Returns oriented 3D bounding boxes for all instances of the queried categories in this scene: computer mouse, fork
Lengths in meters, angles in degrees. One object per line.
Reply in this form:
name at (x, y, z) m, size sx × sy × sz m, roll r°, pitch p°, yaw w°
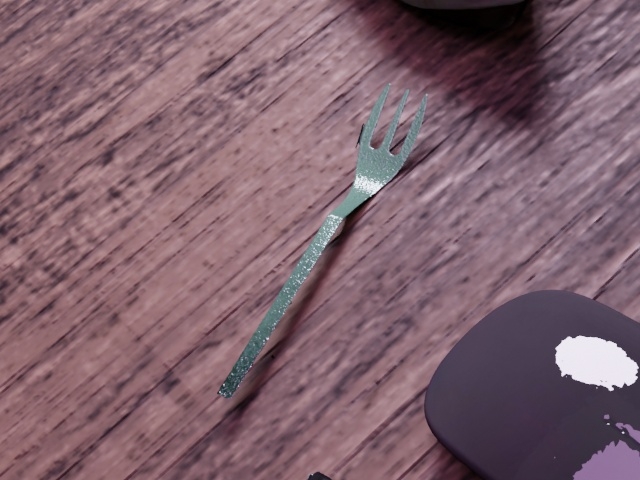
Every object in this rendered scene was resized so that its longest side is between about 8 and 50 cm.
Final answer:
computer mouse at (0.156, 0.109, 0.693) m, size 0.120 × 0.057 × 0.232 m, roll -43°, pitch 56°, yaw -13°
fork at (0.001, 0.001, 0.835) m, size 0.039 × 0.021 × 0.235 m, roll 18°, pitch 65°, yaw 30°

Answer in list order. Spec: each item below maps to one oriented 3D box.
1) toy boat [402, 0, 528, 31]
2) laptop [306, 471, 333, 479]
toy boat at (0.064, -0.236, 0.915) m, size 0.114 × 0.115 × 0.262 m, roll -32°, pitch 55°, yaw -6°
laptop at (-0.012, 0.218, 0.695) m, size 0.129 × 0.016 × 0.180 m, roll 31°, pitch 69°, yaw 30°
